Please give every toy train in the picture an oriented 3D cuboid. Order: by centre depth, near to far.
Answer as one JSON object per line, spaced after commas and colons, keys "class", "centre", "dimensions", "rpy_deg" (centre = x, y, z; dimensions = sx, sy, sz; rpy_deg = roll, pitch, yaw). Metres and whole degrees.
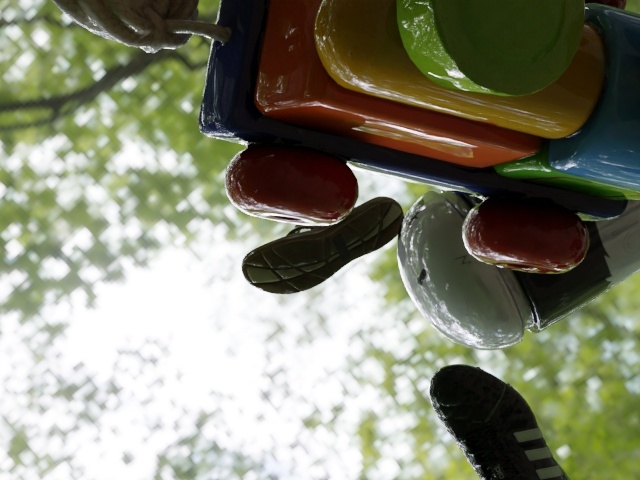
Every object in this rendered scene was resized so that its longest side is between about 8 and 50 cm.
{"class": "toy train", "centre": [0.015, -0.059, 0.445], "dimensions": [0.248, 0.143, 0.105], "rpy_deg": [12, -95, -24]}

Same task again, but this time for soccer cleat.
{"class": "soccer cleat", "centre": [0.139, 0.164, 1.147], "dimensions": [0.179, 0.060, 0.072], "rpy_deg": [51, -154, -22]}

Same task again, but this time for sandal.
{"class": "sandal", "centre": [0.000, 0.000, 1.629], "dimensions": [0.049, 0.180, 0.072], "rpy_deg": [52, 164, 49]}

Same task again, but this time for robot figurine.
{"class": "robot figurine", "centre": [0.205, -0.016, 1.474], "dimensions": [0.209, 0.278, 0.173], "rpy_deg": [61, 173, -21]}
